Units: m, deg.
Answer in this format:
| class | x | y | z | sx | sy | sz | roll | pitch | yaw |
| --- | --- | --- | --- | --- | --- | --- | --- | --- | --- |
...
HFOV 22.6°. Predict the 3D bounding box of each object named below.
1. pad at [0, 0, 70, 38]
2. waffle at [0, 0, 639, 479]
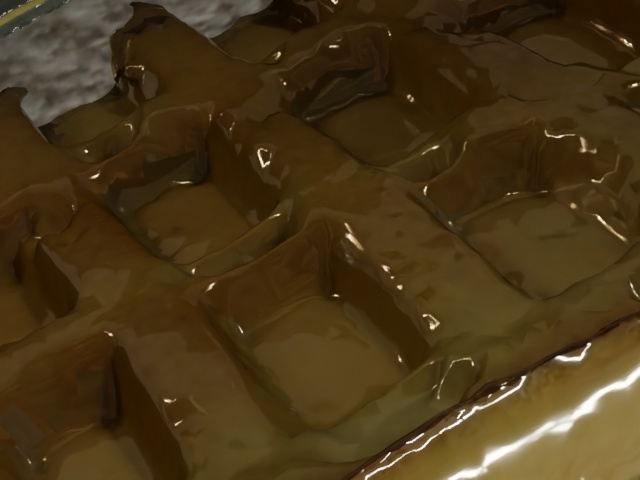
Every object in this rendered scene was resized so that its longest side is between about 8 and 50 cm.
| class | x | y | z | sx | sy | sz | roll | pitch | yaw |
| --- | --- | --- | --- | --- | --- | --- | --- | --- | --- |
| pad | -0.140 | -0.155 | 0.670 | 0.375 | 0.063 | 0.315 | -25 | 133 | 17 |
| waffle | 0.000 | -0.001 | 0.515 | 0.348 | 0.304 | 0.077 | -28 | 125 | -15 |
